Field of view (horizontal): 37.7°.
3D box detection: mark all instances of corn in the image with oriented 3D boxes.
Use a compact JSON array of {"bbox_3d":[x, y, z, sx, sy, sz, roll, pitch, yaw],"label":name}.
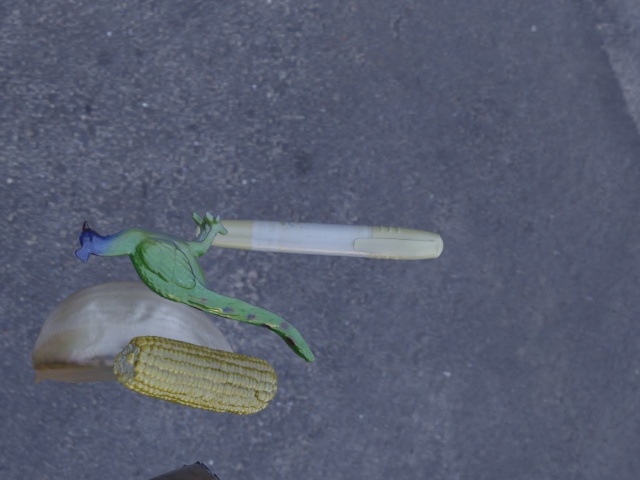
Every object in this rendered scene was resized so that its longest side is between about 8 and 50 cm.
[{"bbox_3d":[-0.144,0.166,1.136,0.238,0.080,0.080,18,85,-42],"label":"corn"}]

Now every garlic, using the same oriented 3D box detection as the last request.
[{"bbox_3d":[-0.234,0.156,1.344,0.338,0.196,0.151,12,45,-24],"label":"garlic"}]

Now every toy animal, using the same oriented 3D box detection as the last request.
[{"bbox_3d":[-0.082,0.023,0.740,0.216,0.041,0.075,28,72,-26],"label":"toy animal"}]

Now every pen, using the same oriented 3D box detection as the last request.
[{"bbox_3d":[0.000,0.000,0.877,0.233,0.040,0.032,2,101,-4],"label":"pen"}]

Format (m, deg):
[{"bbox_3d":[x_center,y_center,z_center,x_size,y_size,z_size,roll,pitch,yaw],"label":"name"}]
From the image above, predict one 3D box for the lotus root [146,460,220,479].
[{"bbox_3d":[-0.236,0.461,1.341,0.192,0.272,0.272,-9,104,-42],"label":"lotus root"}]
